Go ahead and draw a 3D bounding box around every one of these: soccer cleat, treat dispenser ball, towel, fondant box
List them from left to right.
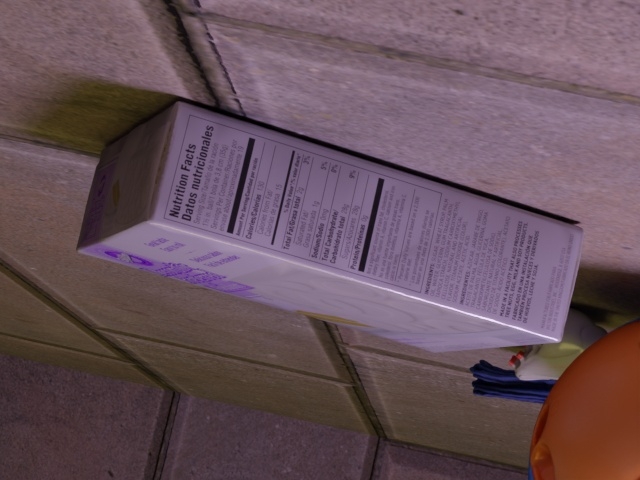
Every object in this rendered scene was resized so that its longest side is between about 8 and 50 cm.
[{"bbox_3d":[0.000,0.000,1.350,0.330,0.096,0.238,18,169,-18],"label":"fondant box"},{"bbox_3d":[0.237,0.113,1.711,0.076,0.068,0.196,33,167,3],"label":"soccer cleat"},{"bbox_3d":[0.355,0.173,1.888,0.336,0.040,0.243,10,175,-20],"label":"towel"},{"bbox_3d":[0.321,0.201,1.485,0.288,0.288,0.288,13,170,2],"label":"treat dispenser ball"}]
